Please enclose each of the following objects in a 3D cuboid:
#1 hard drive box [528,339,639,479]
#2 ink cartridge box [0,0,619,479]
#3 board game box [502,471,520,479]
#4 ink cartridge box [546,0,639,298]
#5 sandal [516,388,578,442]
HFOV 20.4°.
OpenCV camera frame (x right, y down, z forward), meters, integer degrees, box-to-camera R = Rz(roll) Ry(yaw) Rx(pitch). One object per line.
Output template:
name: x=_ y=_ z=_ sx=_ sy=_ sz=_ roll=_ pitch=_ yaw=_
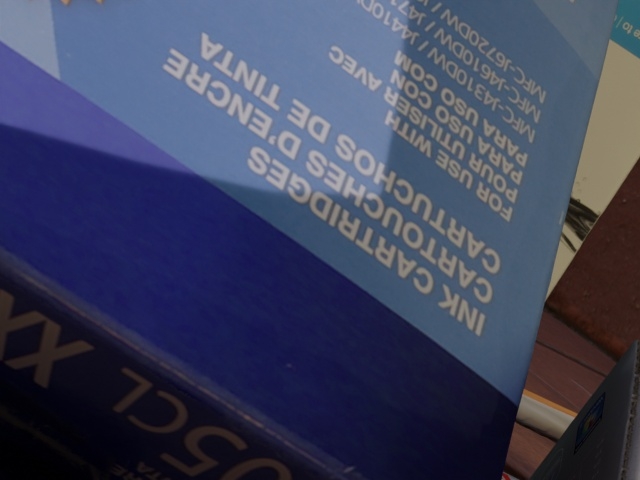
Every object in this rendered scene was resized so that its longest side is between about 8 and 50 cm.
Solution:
hard drive box: x=0.119 y=0.149 z=0.416 sx=0.181 sy=0.089 sz=0.232 roll=32 pitch=27 yaw=-1
ink cartridge box: x=-0.064 y=-0.058 z=0.529 sx=0.270 sy=0.395 sz=0.151 roll=34 pitch=-39 yaw=-18
board game box: x=0.170 y=0.202 z=0.662 sx=0.318 sy=0.066 sz=0.319 roll=27 pitch=7 yaw=-8
ink cartridge box: x=0.136 y=-0.097 z=1.487 sx=0.166 sy=0.395 sz=0.285 roll=30 pitch=6 yaw=-16
sandal: x=0.236 y=0.133 z=1.229 sx=0.265 sy=0.076 sz=0.102 roll=25 pitch=-4 yaw=16
